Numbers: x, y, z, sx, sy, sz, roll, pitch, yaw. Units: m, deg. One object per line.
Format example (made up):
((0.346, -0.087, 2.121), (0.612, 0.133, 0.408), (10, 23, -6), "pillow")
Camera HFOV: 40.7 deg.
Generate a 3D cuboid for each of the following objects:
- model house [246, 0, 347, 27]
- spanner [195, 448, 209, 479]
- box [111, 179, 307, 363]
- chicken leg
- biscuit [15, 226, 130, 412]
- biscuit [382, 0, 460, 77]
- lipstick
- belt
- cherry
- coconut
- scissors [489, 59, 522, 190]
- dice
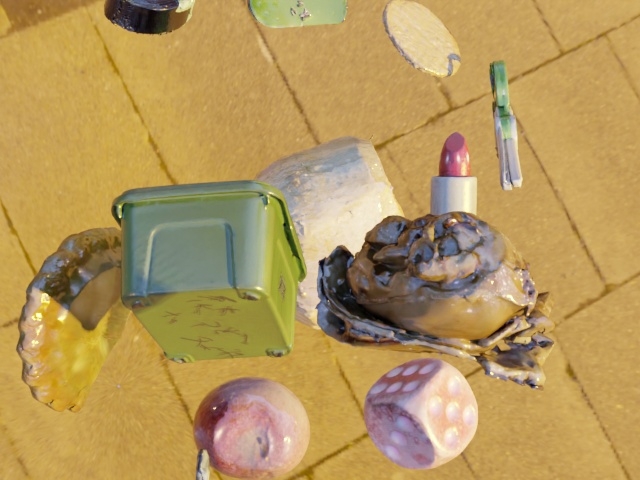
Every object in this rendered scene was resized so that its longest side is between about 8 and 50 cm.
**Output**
((-0.061, -0.593, 1.767), (0.207, 0.154, 0.293), (-6, 110, -8), "model house")
((-0.109, 0.327, 0.747), (0.017, 0.071, 0.302), (2, 57, -6), "spanner")
((-0.160, 0.061, 1.287), (0.253, 0.328, 0.177), (-3, 61, 7), "box")
((0.052, 0.034, 0.503), (0.125, 0.196, 0.080), (24, 78, -27), "chicken leg")
((-0.412, 0.145, 1.491), (0.078, 0.329, 0.335), (14, 118, 14), "biscuit")
((0.122, -0.244, 1.036), (0.120, 0.015, 0.120), (21, 49, -26), "biscuit")
((0.121, -0.008, 0.804), (0.057, 0.063, 0.186), (-4, 96, -31), "lipstick")
((-0.315, -0.467, 1.638), (0.151, 0.078, 0.198), (37, 47, 9), "belt")
((-0.137, 0.365, 1.736), (0.239, 0.239, 0.206), (-2, 109, -14), "cherry")
((0.000, 0.000, 1.760), (0.405, 0.404, 0.404), (2, 80, -13), "coconut")
((0.210, -0.123, 0.982), (0.027, 0.101, 0.204), (-7, 37, 12), "scissors")
((0.110, 0.190, 0.949), (0.094, 0.093, 0.091), (-36, 104, -42), "dice")
